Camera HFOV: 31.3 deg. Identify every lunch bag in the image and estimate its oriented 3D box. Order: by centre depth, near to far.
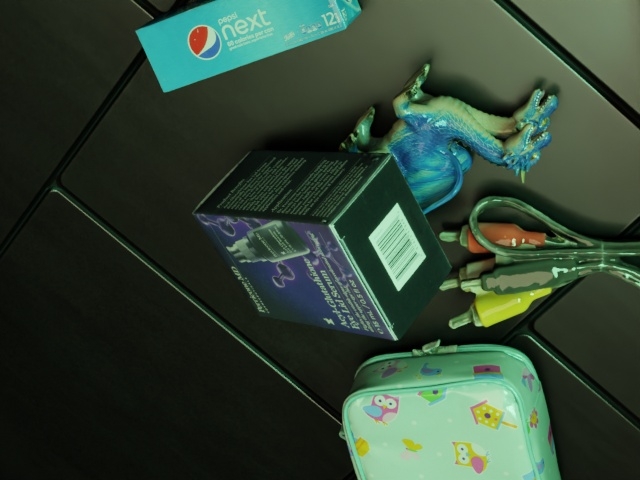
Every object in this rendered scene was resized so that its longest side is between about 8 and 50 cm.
[{"bbox_3d":[0.145,0.245,1.279,0.224,0.108,0.279,-7,112,23],"label":"lunch bag"}]

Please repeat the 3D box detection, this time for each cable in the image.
[{"bbox_3d":[0.261,0.012,1.177,0.287,0.072,0.139,-7,97,6],"label":"cable"}]

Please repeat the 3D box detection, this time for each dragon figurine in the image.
[{"bbox_3d":[0.098,-0.076,1.146,0.289,0.085,0.144,-37,101,28],"label":"dragon figurine"}]

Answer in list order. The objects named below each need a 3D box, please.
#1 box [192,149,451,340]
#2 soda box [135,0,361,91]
[{"bbox_3d":[0.000,0.000,1.140,0.207,0.108,0.153,4,135,46],"label":"box"},{"bbox_3d":[-0.071,-0.218,1.137,0.210,0.067,0.071,-16,110,22],"label":"soda box"}]
